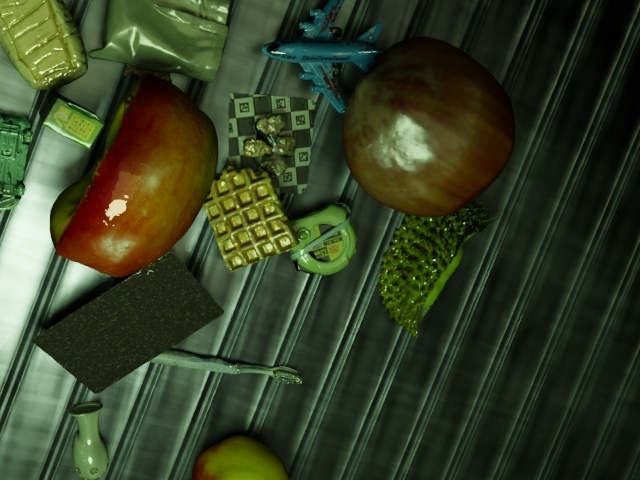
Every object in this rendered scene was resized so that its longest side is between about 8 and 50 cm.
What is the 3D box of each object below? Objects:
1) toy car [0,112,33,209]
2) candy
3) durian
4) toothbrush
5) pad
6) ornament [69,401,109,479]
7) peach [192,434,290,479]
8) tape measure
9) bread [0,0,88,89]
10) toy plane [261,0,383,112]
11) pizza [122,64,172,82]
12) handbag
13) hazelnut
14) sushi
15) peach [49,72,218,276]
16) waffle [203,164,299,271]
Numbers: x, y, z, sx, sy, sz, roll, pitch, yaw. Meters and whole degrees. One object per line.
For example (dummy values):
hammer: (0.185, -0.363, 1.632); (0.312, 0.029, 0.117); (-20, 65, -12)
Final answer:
toy car: (-0.607, -0.150, 1.738); (0.093, 0.058, 0.186); (8, 87, -20)
candy: (-0.467, -0.228, 1.696); (0.097, 0.194, 0.062); (28, 92, -22)
durian: (0.250, 0.037, 2.064); (0.351, 0.158, 0.169); (-59, 147, 0)
toothbrush: (-0.234, 0.268, 1.966); (0.414, 0.042, 0.035); (11, 98, -19)
pad: (-0.382, 0.172, 1.836); (0.330, 0.004, 0.220); (-32, 132, 2)
ornament: (-0.484, 0.422, 1.895); (0.075, 0.081, 0.156); (-19, 110, -53)
peach: (-0.172, 0.534, 1.947); (0.231, 0.231, 0.230); (-4, 102, -18)
tape measure: (0.000, 0.000, 1.960); (0.178, 0.087, 0.154); (-23, 94, -10)
bread: (-0.529, -0.396, 1.685); (0.140, 0.106, 0.236); (-25, 107, -4)
toy plane: (0.005, -0.391, 1.873); (0.271, 0.105, 0.254); (-2, 101, -17)
pizza: (-0.342, -0.365, 1.803); (0.100, 0.029, 0.099); (4, 92, -22)
handbag: (-0.290, -0.477, 1.749); (0.253, 0.109, 0.315); (11, 91, -17)
hazelnut: (0.224, -0.227, 1.869); (0.366, 0.366, 0.365); (-4, 102, -18)
sushi: (-0.100, -0.200, 1.911); (0.193, 0.040, 0.210); (1, 101, -19)
peach: (-0.337, -0.104, 1.718); (0.242, 0.306, 0.380); (35, 84, -15)
waffle: (-0.153, -0.059, 1.878); (0.161, 0.055, 0.210); (-20, 95, 11)
